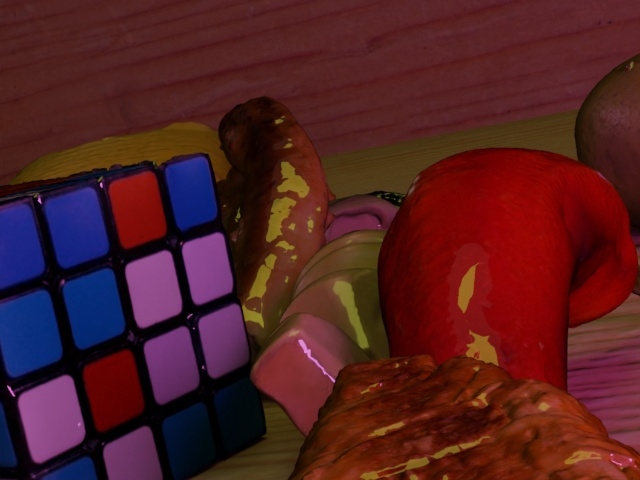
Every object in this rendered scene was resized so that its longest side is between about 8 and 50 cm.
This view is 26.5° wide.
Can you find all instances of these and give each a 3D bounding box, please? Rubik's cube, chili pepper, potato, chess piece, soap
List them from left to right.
[{"bbox_3d":[-0.141,0.048,0.658,0.155,0.151,0.154,-7,10,40],"label":"Rubik's cube"},{"bbox_3d":[-0.224,-0.016,1.388,0.306,0.115,0.427,-5,17,5],"label":"soap"},{"bbox_3d":[0.019,0.055,0.597,0.090,0.090,0.200,-11,9,7],"label":"chess piece"},{"bbox_3d":[0.083,0.026,0.575,0.092,0.137,0.368,-33,-2,25],"label":"chili pepper"},{"bbox_3d":[0.274,-0.068,1.004,0.157,0.157,0.194,-13,20,-6],"label":"potato"}]

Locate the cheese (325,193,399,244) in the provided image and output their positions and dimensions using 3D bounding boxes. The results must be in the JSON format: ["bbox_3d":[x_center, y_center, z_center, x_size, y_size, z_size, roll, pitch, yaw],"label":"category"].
[{"bbox_3d":[-0.062,0.026,1.017,0.286,0.082,0.163,-9,6,40],"label":"cheese"}]

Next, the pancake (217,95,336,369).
[{"bbox_3d":[-0.092,0.014,0.882,0.244,0.057,0.266,-24,32,30],"label":"pancake"}]

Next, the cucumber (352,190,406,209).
[{"bbox_3d":[0.000,0.000,1.184,0.227,0.069,0.069,-12,5,39],"label":"cucumber"}]

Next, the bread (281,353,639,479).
[{"bbox_3d":[0.038,0.088,0.316,0.104,0.076,0.233,-19,11,-6],"label":"bread"}]
